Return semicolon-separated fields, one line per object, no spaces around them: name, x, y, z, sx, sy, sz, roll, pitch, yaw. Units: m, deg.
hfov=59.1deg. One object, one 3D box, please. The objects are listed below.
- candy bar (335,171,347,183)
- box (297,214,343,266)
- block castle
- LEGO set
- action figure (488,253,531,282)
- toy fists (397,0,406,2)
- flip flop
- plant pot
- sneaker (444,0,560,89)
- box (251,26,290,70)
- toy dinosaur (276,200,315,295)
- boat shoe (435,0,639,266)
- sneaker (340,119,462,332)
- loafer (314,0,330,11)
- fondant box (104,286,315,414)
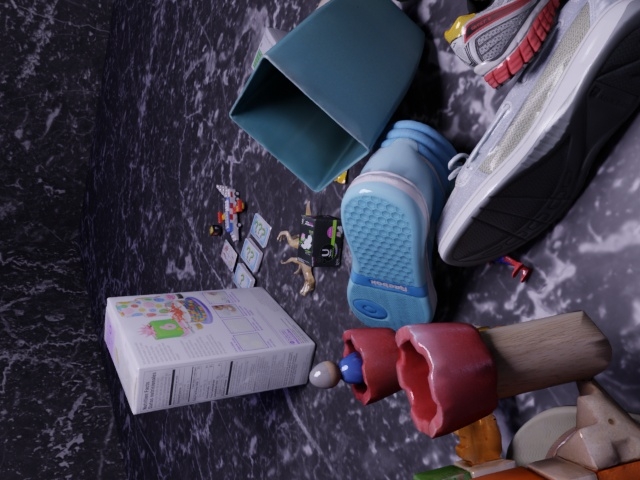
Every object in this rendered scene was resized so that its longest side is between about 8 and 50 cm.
candy bar;-0.001;-0.131;1.022;0.161;0.018;0.040;19;103;56
box;0.000;0.000;0.981;0.052;0.062;0.083;23;110;56
block castle;0.136;0.295;0.506;0.303;0.213;0.453;134;126;-76
LEGO set;-0.206;-0.009;1.307;0.244;0.060;0.182;46;124;47
action figure;0.202;0.013;0.694;0.115;0.038;0.030;45;110;46
toy fists;0.139;-0.463;0.736;0.142;0.096;0.279;56;135;22
flip flop;0.274;0.220;0.540;0.277;0.080;0.112;-31;65;61
plant pot;0.027;-0.223;0.767;0.234;0.165;0.166;-54;10;-24
sneaker;0.204;-0.269;0.573;0.225;0.093;0.088;-60;8;-14
box;-0.054;-0.315;1.024;0.087;0.102;0.101;-59;43;36
toy dinosaur;-0.031;0.007;1.057;0.093;0.053;0.183;14;111;40
boat shoe;0.222;-0.107;0.600;0.320;0.118;0.103;-63;34;29
sneaker;0.120;-0.019;0.765;0.127;0.208;0.319;15;144;17
loafer;0.022;-0.278;0.921;0.092;0.102;0.268;28;112;18
fondant box;-0.212;0.190;1.066;0.238;0.330;0.096;38;122;51
